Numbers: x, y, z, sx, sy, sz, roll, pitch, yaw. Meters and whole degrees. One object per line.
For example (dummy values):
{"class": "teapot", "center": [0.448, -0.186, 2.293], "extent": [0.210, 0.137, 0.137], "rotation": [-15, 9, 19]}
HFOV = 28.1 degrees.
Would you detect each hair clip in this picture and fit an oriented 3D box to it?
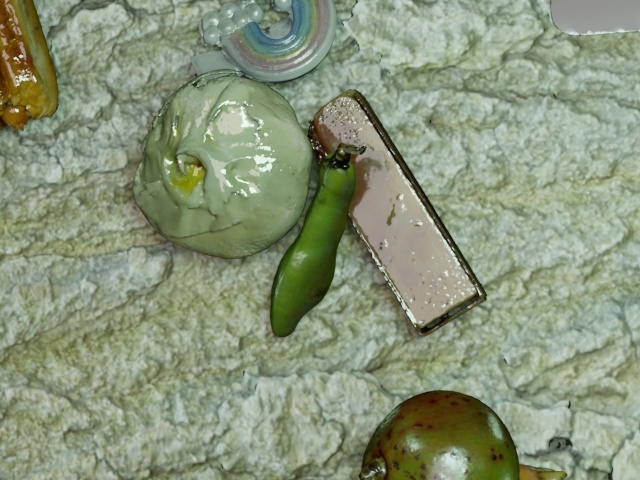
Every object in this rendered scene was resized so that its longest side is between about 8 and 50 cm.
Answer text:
{"class": "hair clip", "center": [-0.065, -0.259, 1.634], "extent": [0.220, 0.054, 0.140], "rotation": [-28, 72, 4]}

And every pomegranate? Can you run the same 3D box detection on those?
{"class": "pomegranate", "center": [0.169, 0.281, 1.504], "extent": [0.246, 0.198, 0.198], "rotation": [11, 90, 9]}

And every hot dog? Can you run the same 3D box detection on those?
{"class": "hot dog", "center": [-0.453, -0.300, 1.661], "extent": [0.158, 0.117, 0.348], "rotation": [-18, 88, -12]}

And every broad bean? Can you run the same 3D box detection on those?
{"class": "broad bean", "center": [-0.005, -0.005, 1.544], "extent": [0.067, 0.075, 0.325], "rotation": [24, 125, 10]}

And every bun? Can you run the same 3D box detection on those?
{"class": "bun", "center": [-0.125, -0.092, 1.567], "extent": [0.239, 0.141, 0.239], "rotation": [2, 95, 27]}

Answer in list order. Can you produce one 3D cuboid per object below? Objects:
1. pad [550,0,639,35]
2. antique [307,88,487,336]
{"class": "pad", "center": [0.418, -0.347, 1.578], "extent": [0.267, 0.004, 0.181], "rotation": [-2, 88, 10]}
{"class": "antique", "center": [0.087, -0.036, 1.581], "extent": [0.093, 0.087, 0.310], "rotation": [-32, 84, 8]}
